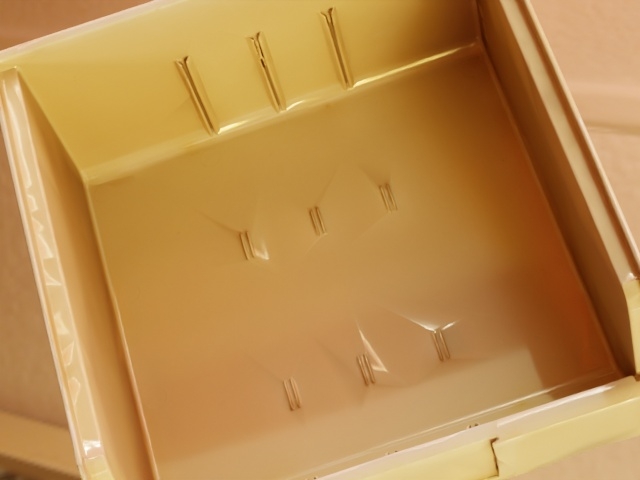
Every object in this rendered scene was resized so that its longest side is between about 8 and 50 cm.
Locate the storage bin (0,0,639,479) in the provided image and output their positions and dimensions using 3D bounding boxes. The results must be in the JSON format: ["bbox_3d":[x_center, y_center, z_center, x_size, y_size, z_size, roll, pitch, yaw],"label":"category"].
[{"bbox_3d":[0.000,0.000,0.799,0.262,0.123,0.260,-18,-120,1],"label":"storage bin"}]
